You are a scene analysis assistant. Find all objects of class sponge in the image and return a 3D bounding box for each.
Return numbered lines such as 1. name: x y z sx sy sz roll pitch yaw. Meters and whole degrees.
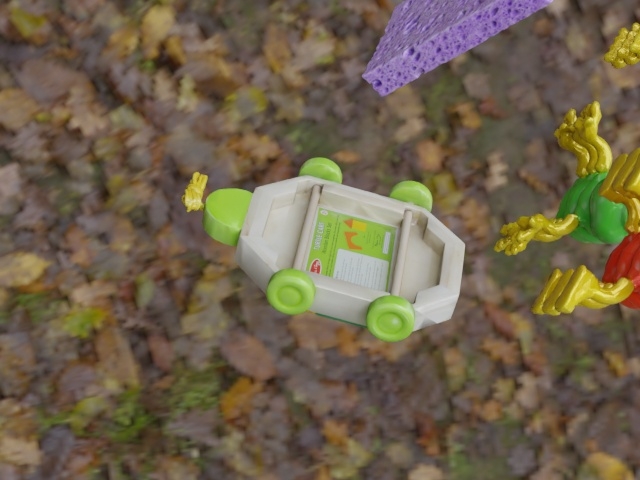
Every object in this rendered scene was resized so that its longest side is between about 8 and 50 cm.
1. sponge: 0.135 -0.210 1.489 0.031 0.210 0.117 46 43 -20

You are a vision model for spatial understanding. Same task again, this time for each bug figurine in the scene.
1. bug figurine: 0.192 -0.068 0.832 0.072 0.216 0.279 32 84 -11

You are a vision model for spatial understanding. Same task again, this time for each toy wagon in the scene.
1. toy wagon: 0.000 0.000 2.011 0.344 0.068 0.267 15 35 -1
